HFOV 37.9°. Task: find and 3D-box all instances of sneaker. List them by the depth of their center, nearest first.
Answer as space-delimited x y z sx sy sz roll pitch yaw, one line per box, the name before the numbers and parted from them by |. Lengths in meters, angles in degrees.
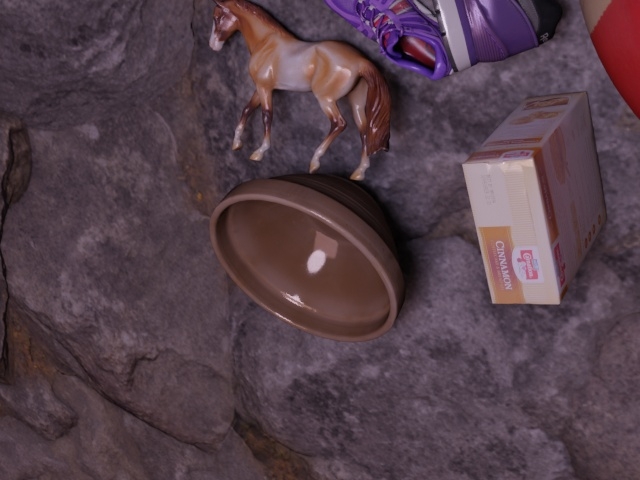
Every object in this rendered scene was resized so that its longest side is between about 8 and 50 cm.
sneaker | 0.146 -0.309 0.857 0.124 0.107 0.283 -14 107 12
sneaker | 0.071 -0.223 0.949 0.170 0.071 0.068 34 128 11

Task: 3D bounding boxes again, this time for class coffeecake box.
coffeecake box | 0.211 -0.044 0.890 0.068 0.185 0.142 -2 114 32

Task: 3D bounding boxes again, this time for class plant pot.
plant pot | 0.000 0.000 1.070 0.237 0.109 0.237 22 146 16

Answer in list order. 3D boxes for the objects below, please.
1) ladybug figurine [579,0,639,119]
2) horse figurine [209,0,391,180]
ladybug figurine | 0.379 -0.155 0.713 0.449 0.162 0.305 44 127 8
horse figurine | -0.017 -0.165 1.026 0.263 0.066 0.174 17 105 32
